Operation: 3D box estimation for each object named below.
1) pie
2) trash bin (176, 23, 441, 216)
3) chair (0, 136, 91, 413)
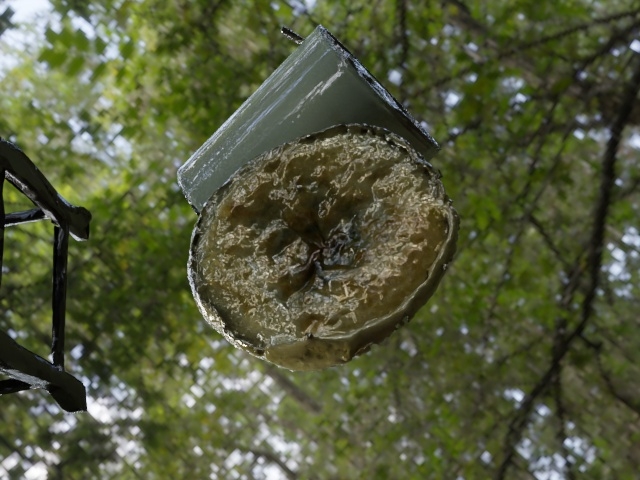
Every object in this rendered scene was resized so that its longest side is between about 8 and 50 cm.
[{"bbox_3d":[0.000,0.000,1.164,0.274,0.274,0.055,-44,-35,-11],"label":"pie"},{"bbox_3d":[-0.016,-0.101,1.513,0.262,0.277,0.217,-43,-9,9],"label":"trash bin"},{"bbox_3d":[-0.177,-0.004,0.473,0.113,0.106,0.229,-11,-27,11],"label":"chair"}]
